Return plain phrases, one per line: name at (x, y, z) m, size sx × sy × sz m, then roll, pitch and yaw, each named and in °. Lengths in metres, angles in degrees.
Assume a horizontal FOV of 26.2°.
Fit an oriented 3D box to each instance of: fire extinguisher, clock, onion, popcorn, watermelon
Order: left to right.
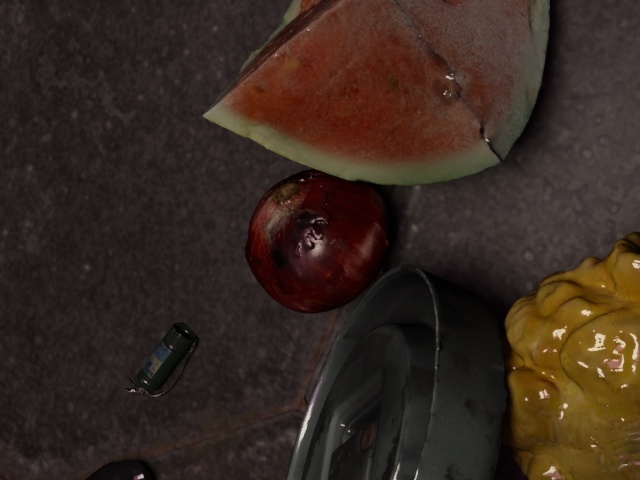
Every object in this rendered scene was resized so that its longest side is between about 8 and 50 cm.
fire extinguisher at (-0.145, 0.116, 1.272) m, size 0.038 × 0.025 × 0.083 m, roll 37°, pitch 107°, yaw -6°
onion at (0.000, 0.000, 1.150) m, size 0.131 × 0.131 × 0.131 m, roll 1°, pitch 92°, yaw 23°
clock at (0.046, 0.171, 1.054) m, size 0.061 × 0.312 × 0.312 m, roll 19°, pitch 102°, yaw -14°
watermelon at (0.051, -0.166, 1.102) m, size 0.260 × 0.176 × 0.256 m, roll -25°, pitch 66°, yaw 39°
popcorn at (0.241, 0.107, 1.000) m, size 0.250 × 0.190 × 0.250 m, roll 7°, pitch 128°, yaw 9°

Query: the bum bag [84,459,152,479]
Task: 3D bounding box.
bum bag at (-0.161, 0.326, 1.268) m, size 0.123 × 0.060 × 0.248 m, roll -34°, pitch 77°, yaw 20°
